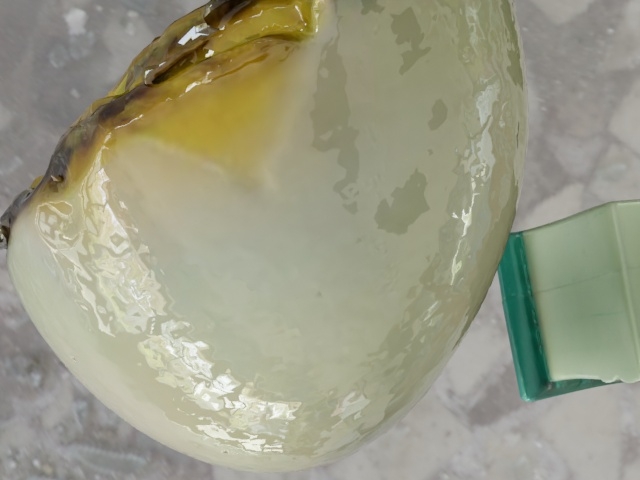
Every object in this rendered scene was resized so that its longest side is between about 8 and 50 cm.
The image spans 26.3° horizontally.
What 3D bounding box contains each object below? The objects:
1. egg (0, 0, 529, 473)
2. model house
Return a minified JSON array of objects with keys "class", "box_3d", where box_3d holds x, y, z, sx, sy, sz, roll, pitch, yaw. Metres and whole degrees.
[{"class":"egg","box_3d":[0.002,0.000,0.639,0.264,0.174,0.286,-19,160,-47]},{"class":"model house","box_3d":[0.167,0.036,0.797,0.127,0.149,0.100,-4,83,-35]}]
